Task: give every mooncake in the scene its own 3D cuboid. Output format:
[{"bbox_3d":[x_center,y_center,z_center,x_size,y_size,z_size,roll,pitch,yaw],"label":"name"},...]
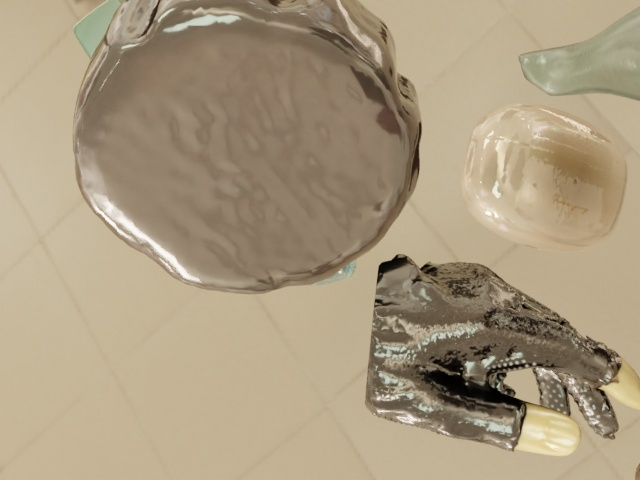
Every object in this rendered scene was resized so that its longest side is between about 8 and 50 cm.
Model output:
[{"bbox_3d":[-0.056,-0.095,0.883,0.283,0.283,0.141,-25,36,22],"label":"mooncake"}]

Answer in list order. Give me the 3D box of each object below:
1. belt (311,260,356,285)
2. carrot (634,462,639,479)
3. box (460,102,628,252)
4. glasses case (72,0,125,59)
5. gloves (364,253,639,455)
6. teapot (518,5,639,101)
[{"bbox_3d":[-0.003,-0.004,1.620,0.082,0.147,0.163,-11,51,-19],"label":"belt"},{"bbox_3d":[0.416,0.250,1.264,0.060,0.186,0.060,12,114,30],"label":"carrot"},{"bbox_3d":[0.235,-0.064,1.131,0.088,0.200,0.146,11,86,57],"label":"box"},{"bbox_3d":[-0.228,-0.210,1.358,0.078,0.039,0.184,-34,90,11],"label":"glasses case"},{"bbox_3d":[0.122,0.070,0.681,0.181,0.129,0.106,5,93,3],"label":"gloves"},{"bbox_3d":[0.195,-0.071,0.368,0.239,0.149,0.162,-9,94,-10],"label":"teapot"}]
